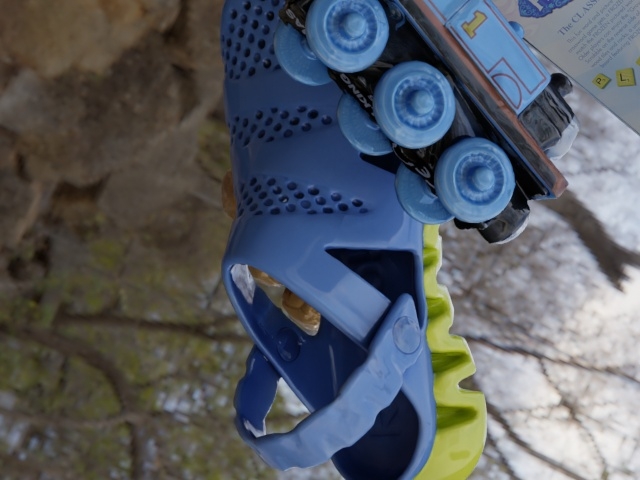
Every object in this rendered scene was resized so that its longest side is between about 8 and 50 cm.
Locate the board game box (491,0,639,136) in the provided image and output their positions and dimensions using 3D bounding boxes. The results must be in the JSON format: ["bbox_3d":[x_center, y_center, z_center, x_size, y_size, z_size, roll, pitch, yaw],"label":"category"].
[{"bbox_3d":[0.329,-0.199,1.030,0.318,0.318,0.066,-45,-166,32],"label":"board game box"}]

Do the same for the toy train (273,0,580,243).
[{"bbox_3d":[0.058,-0.087,0.720,0.105,0.184,0.080,-45,-167,-14],"label":"toy train"}]

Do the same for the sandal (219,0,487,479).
[{"bbox_3d":[0.000,0.000,0.793,0.126,0.138,0.318,-18,-95,43],"label":"sandal"}]

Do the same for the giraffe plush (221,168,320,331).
[{"bbox_3d":[0.038,-0.049,1.168,0.210,0.181,0.170,-40,174,-31],"label":"giraffe plush"}]
